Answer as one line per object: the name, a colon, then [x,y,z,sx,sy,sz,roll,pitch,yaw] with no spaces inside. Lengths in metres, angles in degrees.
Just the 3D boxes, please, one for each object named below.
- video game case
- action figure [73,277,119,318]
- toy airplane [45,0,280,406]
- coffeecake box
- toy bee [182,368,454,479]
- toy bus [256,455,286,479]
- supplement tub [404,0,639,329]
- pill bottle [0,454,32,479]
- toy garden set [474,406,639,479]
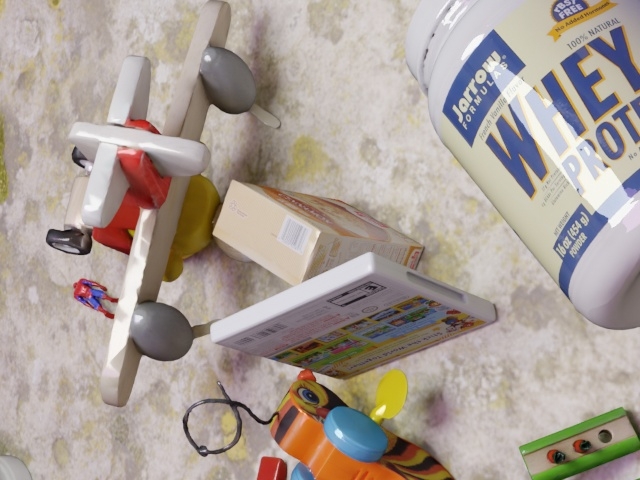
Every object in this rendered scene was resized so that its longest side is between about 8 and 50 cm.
video game case: [0.034,0.086,1.173,0.227,0.206,0.026,-26,57,35]
action figure: [-0.324,0.081,1.593,0.115,0.030,0.038,23,95,44]
toy airplane: [-0.168,-0.053,1.308,0.384,0.272,0.386,-93,23,-60]
coffeecake box: [0.000,0.000,1.224,0.142,0.185,0.068,30,104,38]
toy bee: [0.017,0.200,1.189,0.195,0.298,0.162,-38,18,14]
toy bus: [-0.066,0.343,1.271,0.191,0.104,0.202,35,91,41]
supplement tub: [0.244,-0.108,0.997,0.235,0.235,0.325,-50,57,25]
pill bottle: [-0.565,0.385,1.600,0.162,0.278,0.162,-5,82,40]
toy garden set: [0.235,0.300,1.020,0.203,0.049,0.244,-22,69,3]
